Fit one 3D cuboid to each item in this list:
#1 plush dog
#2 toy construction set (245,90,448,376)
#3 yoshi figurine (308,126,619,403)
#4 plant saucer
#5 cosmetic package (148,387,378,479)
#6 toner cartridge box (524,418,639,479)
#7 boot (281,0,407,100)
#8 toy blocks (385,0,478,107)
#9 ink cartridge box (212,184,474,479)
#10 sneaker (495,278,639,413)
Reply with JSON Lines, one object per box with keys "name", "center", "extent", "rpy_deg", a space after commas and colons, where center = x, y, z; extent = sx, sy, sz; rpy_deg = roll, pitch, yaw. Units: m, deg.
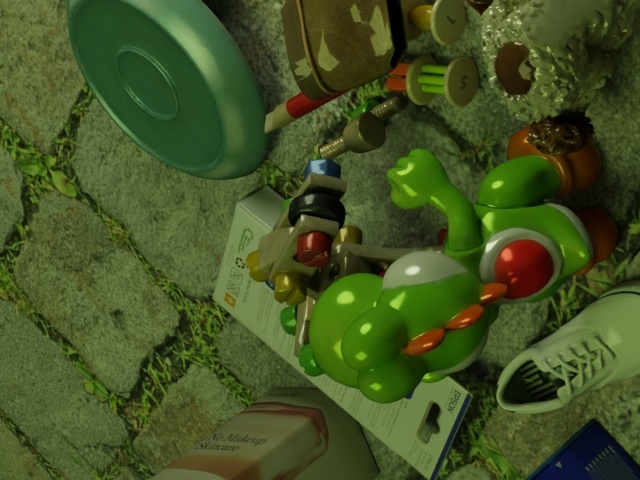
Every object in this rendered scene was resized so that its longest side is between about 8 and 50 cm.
{"name": "plush dog", "center": [0.216, -0.206, 1.703], "extent": [0.225, 0.211, 0.262], "rpy_deg": [111, 145, -63]}
{"name": "toy construction set", "center": [0.000, 0.000, 2.004], "extent": [0.237, 0.257, 0.308], "rpy_deg": [-23, 76, 45]}
{"name": "yoshi figurine", "center": [0.119, 0.033, 1.799], "extent": [0.203, 0.362, 0.203], "rpy_deg": [42, 141, 15]}
{"name": "plant saucer", "center": [-0.191, -0.192, 2.174], "extent": [0.318, 0.044, 0.317], "rpy_deg": [33, 148, 23]}
{"name": "cosmetic package", "center": [-0.090, 0.308, 2.283], "extent": [0.153, 0.296, 0.129], "rpy_deg": [-5, 113, 47]}
{"name": "toner cartridge box", "center": [0.347, 0.374, 1.975], "extent": [0.348, 0.165, 0.075], "rpy_deg": [48, 142, 10]}
{"name": "boot", "center": [0.011, -0.302, 1.864], "extent": [0.115, 0.112, 0.305], "rpy_deg": [-14, 89, 26]}
{"name": "toy blocks", "center": [0.083, -0.200, 1.913], "extent": [0.148, 0.054, 0.123], "rpy_deg": [11, 125, 42]}
{"name": "ink cartridge box", "center": [0.032, 0.109, 2.192], "extent": [0.371, 0.069, 0.175], "rpy_deg": [41, 139, 21]}
{"name": "sneaker", "center": [0.276, 0.124, 1.920], "extent": [0.094, 0.091, 0.258], "rpy_deg": [51, 142, 4]}
